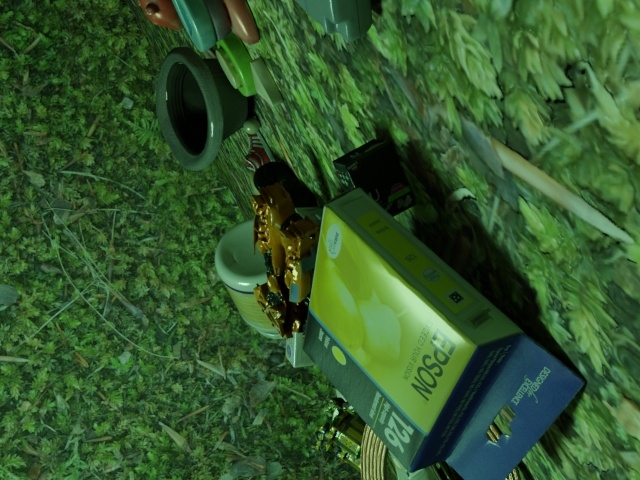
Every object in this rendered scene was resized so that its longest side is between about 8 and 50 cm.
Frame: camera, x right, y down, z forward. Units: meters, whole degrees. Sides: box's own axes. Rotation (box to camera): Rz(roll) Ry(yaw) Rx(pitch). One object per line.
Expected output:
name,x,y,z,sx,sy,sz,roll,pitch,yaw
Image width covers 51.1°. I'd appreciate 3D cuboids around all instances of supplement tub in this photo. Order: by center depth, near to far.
supplement tub,-0.147,0.117,1.929,0.241,0.241,0.331,54,168,37

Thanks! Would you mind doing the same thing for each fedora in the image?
fedora,-0.241,-0.288,1.427,0.243,0.124,0.275,57,147,17

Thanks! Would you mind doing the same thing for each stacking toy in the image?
stacking toy,-0.205,-0.351,1.177,0.279,0.131,0.309,66,170,-28

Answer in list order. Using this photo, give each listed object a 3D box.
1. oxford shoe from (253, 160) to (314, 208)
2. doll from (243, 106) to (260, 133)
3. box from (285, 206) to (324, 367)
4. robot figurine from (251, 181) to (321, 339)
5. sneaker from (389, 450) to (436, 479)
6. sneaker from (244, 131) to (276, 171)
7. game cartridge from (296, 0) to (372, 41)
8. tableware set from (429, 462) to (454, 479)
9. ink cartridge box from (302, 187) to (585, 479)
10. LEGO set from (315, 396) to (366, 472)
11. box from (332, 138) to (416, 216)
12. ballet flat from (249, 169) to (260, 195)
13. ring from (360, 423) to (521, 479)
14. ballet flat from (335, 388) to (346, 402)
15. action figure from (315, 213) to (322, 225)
oxford shoe,-0.079,-0.093,1.428,0.227,0.083,0.096,52,172,48
doll,-0.192,-0.305,1.508,0.189,0.046,0.129,49,157,27
box,-0.027,0.093,1.335,0.063,0.067,0.323,-140,49,-64
robot figurine,-0.062,0.053,1.193,0.211,0.085,0.290,48,147,40
sneaker,0.197,0.497,1.542,0.121,0.099,0.262,60,-179,-24
sneaker,-0.157,-0.211,1.533,0.118,0.067,0.042,58,170,18
game cartridge,-0.047,-0.337,0.609,0.294,0.060,0.196,55,173,31
tableware set,0.255,0.474,1.467,0.128,0.039,0.194,54,-175,-46
ink cartridge box,0.104,0.141,0.772,0.307,0.072,0.303,46,147,28
LEGO set,0.061,0.320,1.361,0.192,0.254,0.331,30,169,21
box,0.063,-0.068,0.787,0.083,0.062,0.052,65,170,-18
ballet flat,-0.087,-0.081,1.601,0.073,0.080,0.232,-6,118,50
ring,0.185,0.389,1.056,0.337,0.032,0.336,-2,87,51
ballet flat,0.089,0.331,1.689,0.139,0.139,0.400,62,174,-9
action figure,0.044,0.063,1.191,0.284,0.099,0.185,96,154,-49
